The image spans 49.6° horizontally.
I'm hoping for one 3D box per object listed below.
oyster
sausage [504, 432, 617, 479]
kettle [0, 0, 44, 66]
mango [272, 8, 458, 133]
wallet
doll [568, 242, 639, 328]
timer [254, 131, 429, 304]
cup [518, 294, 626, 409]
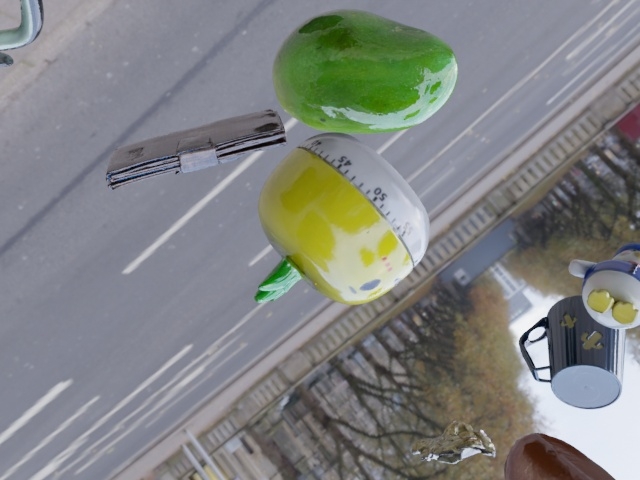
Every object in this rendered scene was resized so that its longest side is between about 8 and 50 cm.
[{"bbox_3d":[0.253,0.398,1.360,0.191,0.081,0.163,-24,162,31],"label":"oyster"},{"bbox_3d":[0.288,0.298,0.695,0.348,0.094,0.097,-136,-125,-73],"label":"sausage"},{"bbox_3d":[-0.480,-0.319,0.882,0.241,0.165,0.255,8,146,-21],"label":"kettle"},{"bbox_3d":[0.076,-0.309,1.267,0.382,0.225,0.201,8,-176,36],"label":"mango"},{"bbox_3d":[-0.159,-0.120,0.898,0.230,0.042,0.124,-13,-156,-4],"label":"wallet"},{"bbox_3d":[0.279,0.039,0.631,0.143,0.099,0.057,-25,140,-52],"label":"doll"},{"bbox_3d":[0.000,0.000,1.054,0.285,0.285,0.285,-38,170,-8],"label":"timer"},{"bbox_3d":[0.424,0.192,1.165,0.177,0.131,0.155,-11,-148,26],"label":"cup"}]
